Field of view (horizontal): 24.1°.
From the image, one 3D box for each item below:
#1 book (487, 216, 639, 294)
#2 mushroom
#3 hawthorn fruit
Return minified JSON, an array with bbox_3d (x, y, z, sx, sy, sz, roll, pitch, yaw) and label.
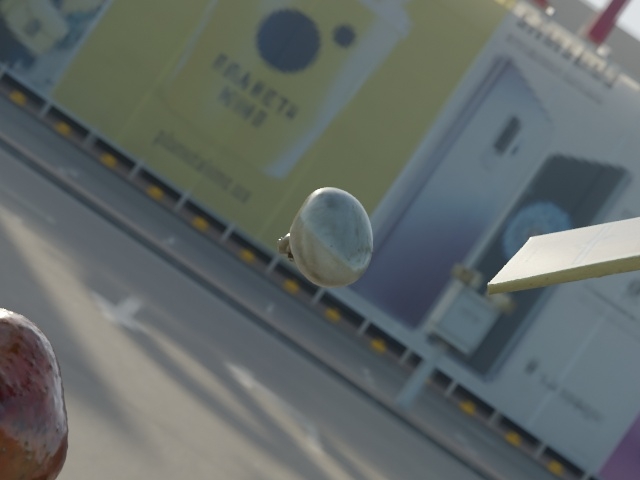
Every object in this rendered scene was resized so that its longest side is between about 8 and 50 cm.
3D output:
[{"bbox_3d":[0.303,0.004,1.515,0.170,0.241,0.018,-37,113,-61],"label":"book"},{"bbox_3d":[0.000,0.000,1.245,0.079,0.085,0.085,-14,-37,40],"label":"mushroom"},{"bbox_3d":[-0.290,0.160,1.262,0.179,0.179,0.200,33,-29,60],"label":"hawthorn fruit"}]
